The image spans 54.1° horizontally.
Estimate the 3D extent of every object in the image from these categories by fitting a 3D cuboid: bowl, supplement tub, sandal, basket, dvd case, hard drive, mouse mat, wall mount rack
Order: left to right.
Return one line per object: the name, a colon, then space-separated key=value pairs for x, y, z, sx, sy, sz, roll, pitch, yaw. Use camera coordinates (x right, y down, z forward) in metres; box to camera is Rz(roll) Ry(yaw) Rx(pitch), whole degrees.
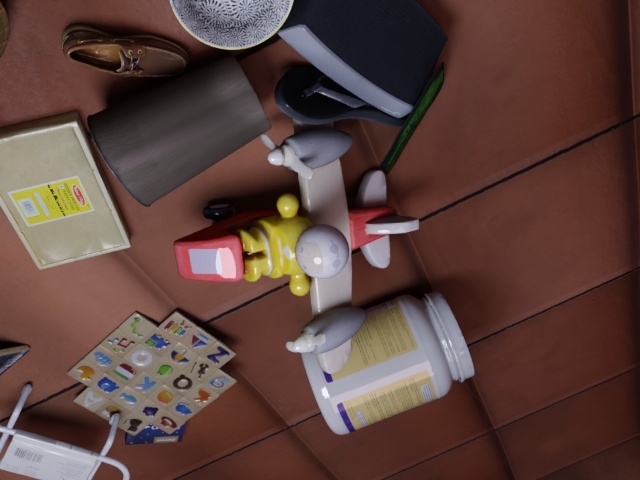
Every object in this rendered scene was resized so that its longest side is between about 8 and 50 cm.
dvd case: x=-0.687 y=0.261 z=1.182 sx=0.164 sy=0.018 sz=0.221 roll=-38 pitch=168 yaw=16
wall mount rack: x=-0.603 y=0.473 z=1.389 sx=0.350 sy=0.130 sz=0.304 roll=25 pitch=117 yaw=-19
basket: x=-0.202 y=-0.172 z=0.945 sx=0.227 sy=0.204 sz=0.154 roll=-29 pitch=90 yaw=-1
bowl: x=-0.125 y=-0.358 z=0.858 sx=0.170 sy=0.080 sz=0.170 roll=-10 pitch=133 yaw=-11
sandal: x=0.045 y=-0.239 z=1.009 sx=0.255 sy=0.097 sz=0.054 roll=-4 pitch=161 yaw=-27
hard drive: x=0.077 y=-0.310 z=0.941 sx=0.255 sy=0.054 sz=0.172 roll=27 pitch=89 yaw=-34
supplement tub: x=0.144 y=0.263 z=1.389 sx=0.331 sy=0.241 sz=0.241 roll=-21 pitch=133 yaw=1
mouse mat: x=0.154 y=-0.196 z=1.038 sx=0.007 sy=0.152 sz=0.189 roll=31 pitch=97 yaw=9

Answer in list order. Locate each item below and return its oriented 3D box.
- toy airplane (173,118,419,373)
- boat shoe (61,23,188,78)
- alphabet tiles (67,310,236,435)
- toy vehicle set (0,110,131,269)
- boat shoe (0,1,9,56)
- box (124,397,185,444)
toy airplane: x=0.000 y=0.000 z=1.080 sx=0.386 sy=0.272 sz=0.384 roll=39 pitch=88 yaw=-20
boat shoe: x=-0.280 y=-0.262 z=0.906 sx=0.178 sy=0.060 sz=0.064 roll=4 pitch=129 yaw=-22
alphabet tiles: x=-0.363 y=0.297 z=1.369 sx=0.342 sy=0.011 sz=0.285 roll=-40 pitch=118 yaw=17
toy vehicle set: x=-0.437 y=-0.074 z=1.038 sx=0.166 sy=0.035 sz=0.266 roll=-14 pitch=133 yaw=-6
boat shoe: x=-0.466 y=-0.305 z=0.725 sx=0.123 sy=0.123 sz=0.342 roll=-38 pitch=176 yaw=-18
box: x=-0.392 y=0.431 z=1.503 sx=0.136 sy=0.036 sz=0.225 roll=3 pitch=130 yaw=-20
